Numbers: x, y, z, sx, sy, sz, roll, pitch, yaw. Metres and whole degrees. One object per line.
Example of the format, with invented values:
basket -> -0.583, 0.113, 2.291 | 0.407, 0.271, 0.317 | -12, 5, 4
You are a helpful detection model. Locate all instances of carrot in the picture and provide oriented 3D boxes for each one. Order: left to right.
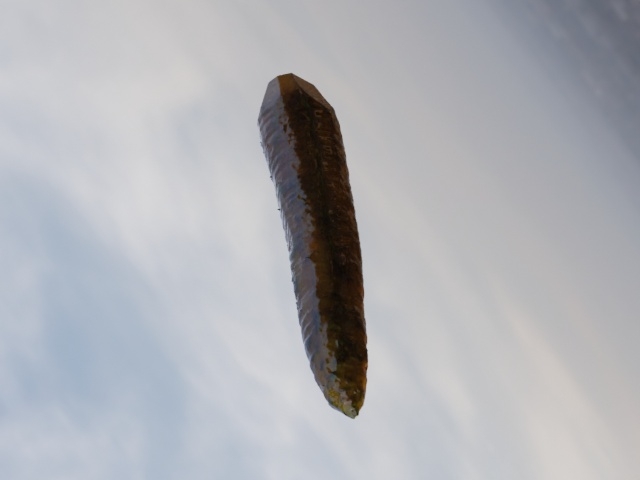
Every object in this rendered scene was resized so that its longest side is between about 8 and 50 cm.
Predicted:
carrot -> 0.000, 0.000, 1.401 | 0.066, 0.066, 0.314 | 47, -156, -47
